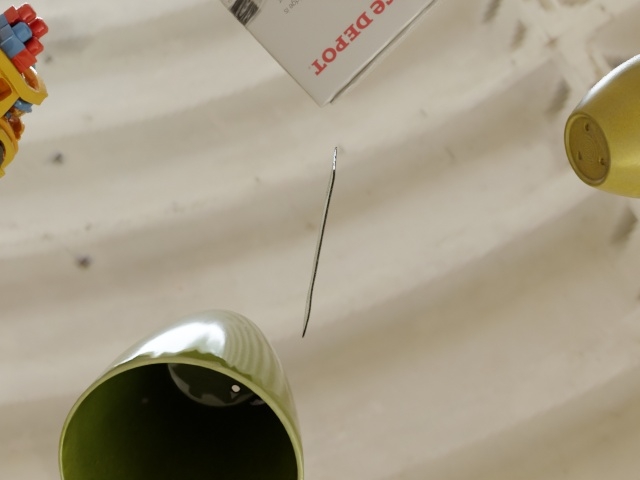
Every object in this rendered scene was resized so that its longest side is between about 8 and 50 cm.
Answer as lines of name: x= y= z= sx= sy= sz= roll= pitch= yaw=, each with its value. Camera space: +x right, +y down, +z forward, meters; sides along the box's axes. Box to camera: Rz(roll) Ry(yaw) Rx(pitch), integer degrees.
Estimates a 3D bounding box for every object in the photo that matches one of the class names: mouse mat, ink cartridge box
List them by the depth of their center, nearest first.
mouse mat: x=0.000 y=0.000 z=1.751 sx=0.152 sy=0.007 sz=0.189 roll=-84 pitch=-177 yaw=-76
ink cartridge box: x=-0.013 y=-0.417 z=2.132 sx=0.285 sy=0.395 sz=0.166 roll=-43 pitch=180 yaw=20

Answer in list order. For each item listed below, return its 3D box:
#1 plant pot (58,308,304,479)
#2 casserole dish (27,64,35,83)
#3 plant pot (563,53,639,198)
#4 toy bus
plant pot: x=-0.139 y=0.200 z=1.902 sx=0.275 sy=0.275 sz=0.293 roll=-29 pitch=-165 yaw=16
casserole dish: x=-0.517 y=-0.287 z=2.456 sx=0.037 sy=0.188 sz=0.114 roll=-6 pitch=-136 yaw=43
plant pot: x=0.268 y=-0.091 z=1.385 sx=0.095 sy=0.134 sz=0.134 roll=-16 pitch=-148 yaw=-23
toy bus: x=-0.449 y=-0.218 z=2.191 sx=0.211 sy=0.220 sz=0.149 roll=-35 pitch=-135 yaw=-2
